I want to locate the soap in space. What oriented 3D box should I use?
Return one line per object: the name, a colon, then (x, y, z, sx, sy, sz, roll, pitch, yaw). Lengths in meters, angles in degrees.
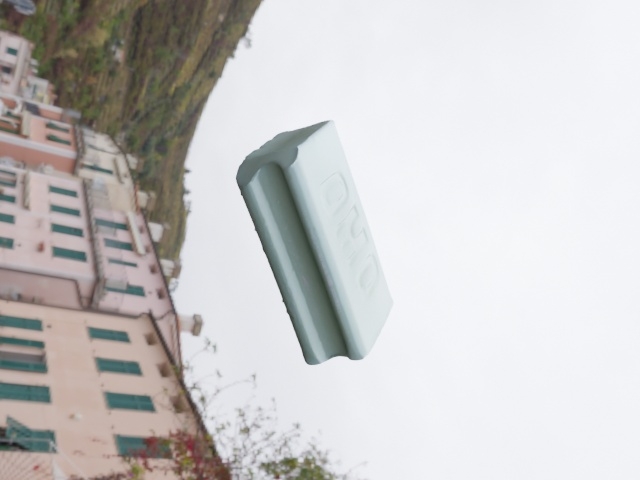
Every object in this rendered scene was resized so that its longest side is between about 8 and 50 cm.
soap: (0.000, 0.000, 0.636, 0.066, 0.198, 0.119, -12, -162, 23)
